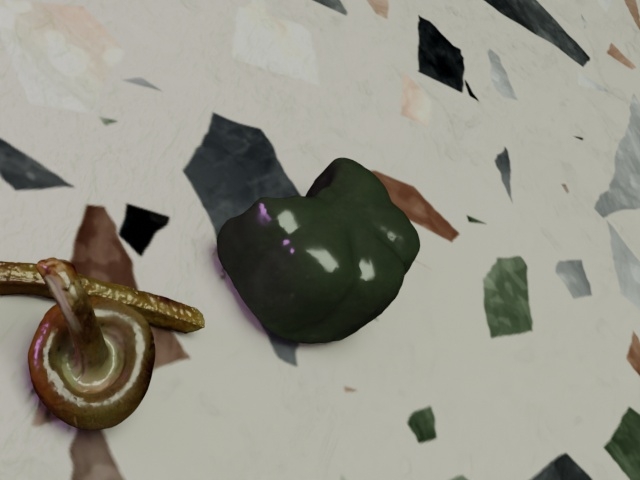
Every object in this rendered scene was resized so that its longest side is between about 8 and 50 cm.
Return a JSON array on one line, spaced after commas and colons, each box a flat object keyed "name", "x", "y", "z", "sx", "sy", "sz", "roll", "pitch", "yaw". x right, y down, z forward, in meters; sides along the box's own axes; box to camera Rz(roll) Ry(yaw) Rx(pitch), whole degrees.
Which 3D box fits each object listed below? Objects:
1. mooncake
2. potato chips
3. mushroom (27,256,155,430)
[{"name": "mooncake", "x": 0.000, "y": 0.000, "z": 0.788, "sx": 0.168, "sy": 0.104, "sz": 0.175, "roll": 26, "pitch": 43, "yaw": -13}, {"name": "potato chips", "x": -0.181, "y": 0.042, "z": 0.671, "sx": 0.204, "sy": 0.026, "sz": 0.037, "roll": 12, "pitch": 56, "yaw": -32}, {"name": "mushroom", "x": -0.163, "y": 0.063, "z": 0.625, "sx": 0.088, "sy": 0.073, "sz": 0.129, "roll": -21, "pitch": 114, "yaw": -17}]
